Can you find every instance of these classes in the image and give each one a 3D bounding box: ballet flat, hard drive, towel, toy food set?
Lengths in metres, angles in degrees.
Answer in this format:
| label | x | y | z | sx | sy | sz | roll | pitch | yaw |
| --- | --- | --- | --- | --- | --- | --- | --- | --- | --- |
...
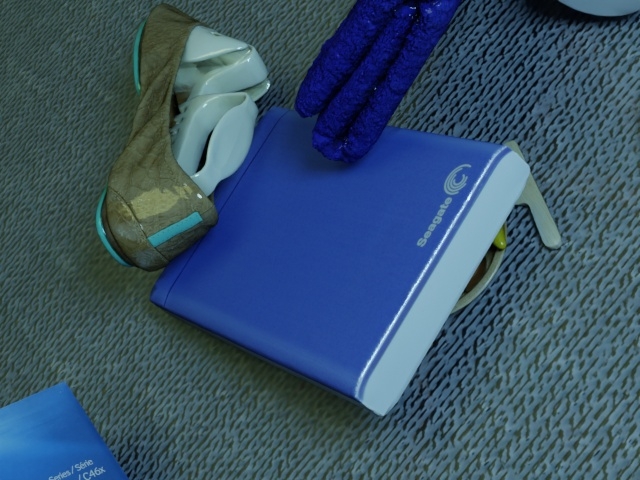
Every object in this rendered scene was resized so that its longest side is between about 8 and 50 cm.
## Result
| label | x | y | z | sx | sy | sz | roll | pitch | yaw |
| --- | --- | --- | --- | --- | --- | --- | --- | --- | --- |
| ballet flat | -0.110 | -0.114 | 1.174 | 0.124 | 0.116 | 0.342 | -20 | 35 | 21 |
| hard drive | 0.000 | 0.000 | 1.045 | 0.318 | 0.040 | 0.210 | 17 | 72 | 55 |
| towel | 0.086 | -0.226 | 1.022 | 0.308 | 0.076 | 0.228 | -61 | 1 | -38 |
| toy food set | 0.085 | 0.001 | 1.029 | 0.192 | 0.038 | 0.132 | -33 | 47 | 14 |

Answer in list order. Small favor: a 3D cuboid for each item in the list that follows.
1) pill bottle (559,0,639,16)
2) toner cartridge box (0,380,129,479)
| label | x | y | z | sx | sy | sz | roll | pitch | yaw |
| --- | --- | --- | --- | --- | --- | --- | --- | --- | --- |
| pill bottle | 0.245 | -0.296 | 1.049 | 0.124 | 0.124 | 0.222 | 1 | 61 | 37 |
| toner cartridge box | -0.300 | 0.246 | 0.948 | 0.347 | 0.075 | 0.165 | -23 | 61 | -33 |
